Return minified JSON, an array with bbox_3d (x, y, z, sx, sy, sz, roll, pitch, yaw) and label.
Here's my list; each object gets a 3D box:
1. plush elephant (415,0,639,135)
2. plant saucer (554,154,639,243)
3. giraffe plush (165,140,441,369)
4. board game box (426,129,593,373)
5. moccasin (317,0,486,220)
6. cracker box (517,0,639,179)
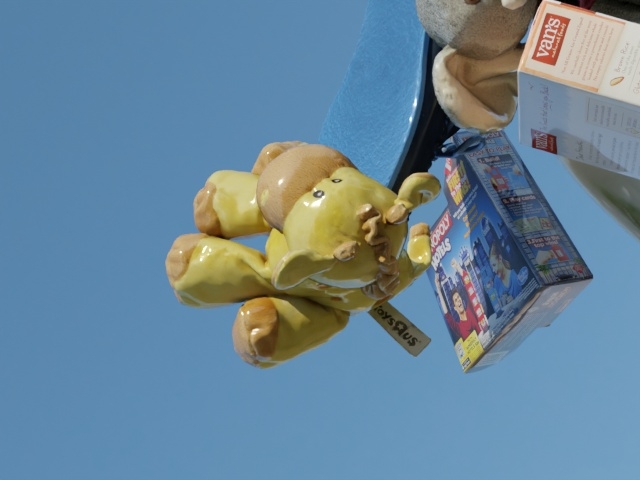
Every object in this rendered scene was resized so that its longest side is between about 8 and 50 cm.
[{"bbox_3d":[0.186,-0.239,1.309,0.255,0.330,0.272,-22,-99,-22],"label":"plush elephant"},{"bbox_3d":[0.403,-0.030,1.610,0.100,0.400,0.400,-49,-45,-2],"label":"plant saucer"},{"bbox_3d":[0.000,0.000,1.168,0.181,0.210,0.170,-63,-5,-18],"label":"giraffe plush"},{"bbox_3d":[0.165,0.000,1.546,0.060,0.194,0.194,-8,-25,-23],"label":"board game box"},{"bbox_3d":[0.096,-0.131,1.446,0.117,0.138,0.342,31,-108,-39],"label":"moccasin"},{"bbox_3d":[0.267,-0.094,1.206,0.155,0.232,0.067,67,-138,-73],"label":"cracker box"}]
